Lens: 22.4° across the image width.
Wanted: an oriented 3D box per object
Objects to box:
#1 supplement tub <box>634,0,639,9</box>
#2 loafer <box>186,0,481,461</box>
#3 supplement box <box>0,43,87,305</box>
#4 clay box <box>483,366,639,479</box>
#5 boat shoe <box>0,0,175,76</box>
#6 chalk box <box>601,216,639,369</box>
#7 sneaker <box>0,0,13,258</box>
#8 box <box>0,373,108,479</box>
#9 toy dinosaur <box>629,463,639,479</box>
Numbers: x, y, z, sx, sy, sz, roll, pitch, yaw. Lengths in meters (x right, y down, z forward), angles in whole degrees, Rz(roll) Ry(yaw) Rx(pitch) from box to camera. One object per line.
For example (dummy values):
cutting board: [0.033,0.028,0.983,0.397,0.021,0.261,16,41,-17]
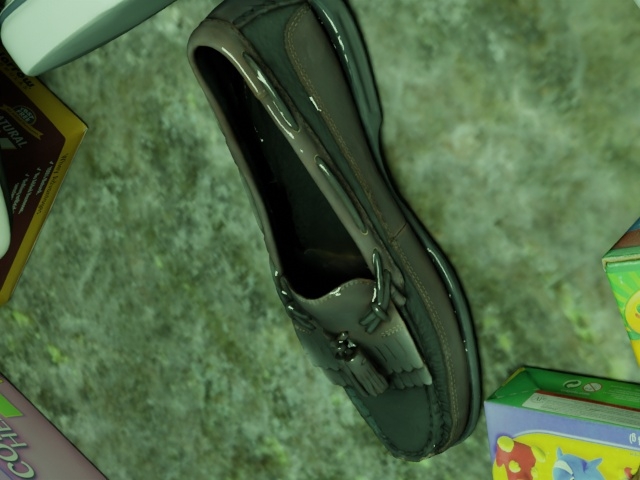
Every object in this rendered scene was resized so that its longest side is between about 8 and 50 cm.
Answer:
supplement tub: [0.249,-0.126,0.602,0.316,0.193,0.194,29,127,23]
loafer: [0.000,0.000,0.929,0.109,0.095,0.303,-9,106,41]
supplement box: [-0.291,-0.022,1.079,0.129,0.194,0.191,43,132,12]
clay box: [0.170,0.188,0.922,0.127,0.053,0.222,6,115,36]
boat shoe: [-0.079,-0.235,0.844,0.367,0.136,0.156,-35,89,40]
chalk box: [0.224,0.024,0.728,0.132,0.132,0.213,-8,113,41]
sneaker: [-0.215,-0.130,0.982,0.104,0.147,0.296,-37,75,44]
box: [-0.306,0.222,1.225,0.213,0.117,0.243,42,114,13]
toy dinosaur: [0.152,0.173,0.862,0.211,0.064,0.112,-51,63,30]
